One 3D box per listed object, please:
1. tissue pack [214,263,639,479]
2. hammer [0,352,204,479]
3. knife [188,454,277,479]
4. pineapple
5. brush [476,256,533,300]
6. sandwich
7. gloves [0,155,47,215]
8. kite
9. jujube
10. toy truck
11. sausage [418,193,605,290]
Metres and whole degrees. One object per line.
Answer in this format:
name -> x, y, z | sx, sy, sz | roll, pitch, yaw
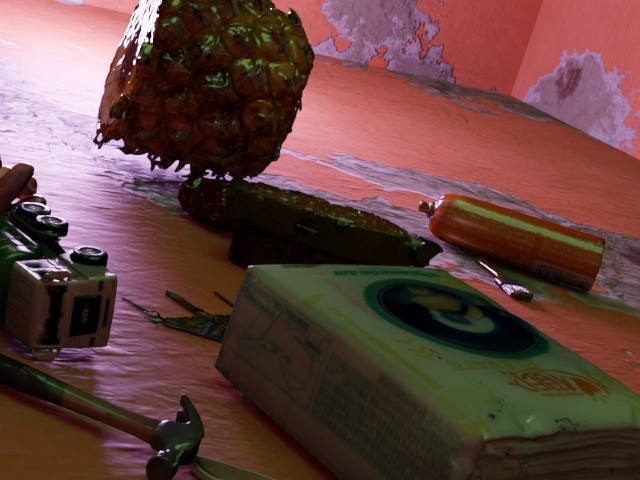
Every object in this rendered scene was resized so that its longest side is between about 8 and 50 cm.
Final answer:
tissue pack -> 0.119, 0.158, 1.422 | 0.287, 0.162, 0.388 | 2, 21, -37
hammer -> -0.240, 0.142, 1.302 | 0.287, 0.033, 0.111 | 20, 24, 14
knife -> -0.010, 0.240, 1.245 | 0.256, 0.022, 0.046 | 18, 21, 18
pineapple -> -0.181, -0.249, 2.240 | 0.300, 0.352, 0.352 | 25, 14, -11
brush -> 0.285, 0.058, 2.238 | 0.043, 0.014, 0.170 | 10, 16, -21
sandwich -> -0.007, 0.000, 1.953 | 0.292, 0.109, 0.212 | 14, 9, -23
gloves -> -0.429, -0.054, 1.636 | 0.241, 0.126, 0.145 | 20, -9, 21
kite -> -0.129, 0.091, 1.660 | 0.160, 0.010, 0.183 | 29, 19, 37
jujube -> -0.150, -0.056, 2.038 | 0.129, 0.077, 0.077 | 20, 15, 29
toy truck -> -0.317, 0.033, 1.489 | 0.125, 0.101, 0.242 | -2, 22, -40
sausage -> 0.311, -0.006, 2.346 | 0.312, 0.093, 0.093 | 18, 15, 4
